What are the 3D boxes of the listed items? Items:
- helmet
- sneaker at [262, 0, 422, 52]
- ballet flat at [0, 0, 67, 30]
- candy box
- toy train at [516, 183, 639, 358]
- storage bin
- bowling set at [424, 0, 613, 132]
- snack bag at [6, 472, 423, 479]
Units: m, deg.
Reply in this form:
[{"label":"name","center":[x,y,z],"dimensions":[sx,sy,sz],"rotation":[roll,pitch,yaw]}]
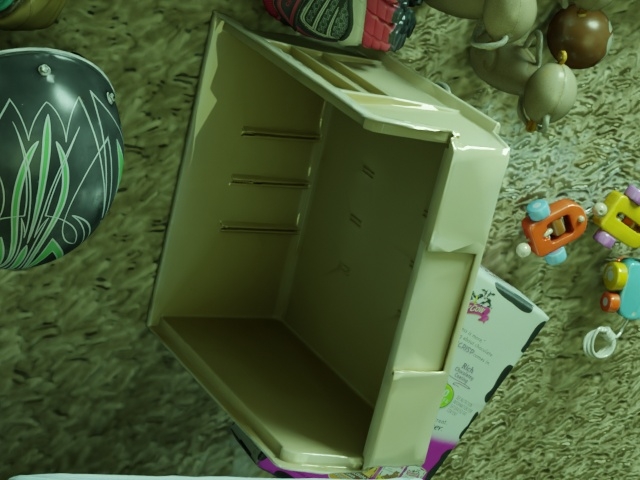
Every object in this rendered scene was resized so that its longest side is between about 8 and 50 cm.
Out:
[{"label":"helmet","center":[-0.214,-0.063,1.287],"dimensions":[0.169,0.161,0.169],"rotation":[-10,116,-21]},{"label":"sneaker","center":[0.026,-0.288,1.333],"dimensions":[0.112,0.121,0.299],"rotation":[10,101,11]},{"label":"ballet flat","center":[-0.168,-0.250,1.290],"dimensions":[0.232,0.080,0.073],"rotation":[-58,150,11]},{"label":"candy box","center":[0.057,0.110,1.549],"dimensions":[0.159,0.071,0.233],"rotation":[33,97,-32]},{"label":"toy train","center":[0.234,0.015,1.606],"dimensions":[0.125,0.046,0.166],"rotation":[-32,119,-7]},{"label":"storage bin","center":[0.000,0.000,1.362],"dimensions":[0.123,0.260,0.262],"rotation":[3,111,-31]},{"label":"bowling set","center":[0.172,-0.176,1.422],"dimensions":[0.200,0.154,0.287],"rotation":[7,110,-27]},{"label":"snack bag","center":[-0.138,0.204,1.378],"dimensions":[0.323,0.342,0.037],"rotation":[5,72,-25]}]
